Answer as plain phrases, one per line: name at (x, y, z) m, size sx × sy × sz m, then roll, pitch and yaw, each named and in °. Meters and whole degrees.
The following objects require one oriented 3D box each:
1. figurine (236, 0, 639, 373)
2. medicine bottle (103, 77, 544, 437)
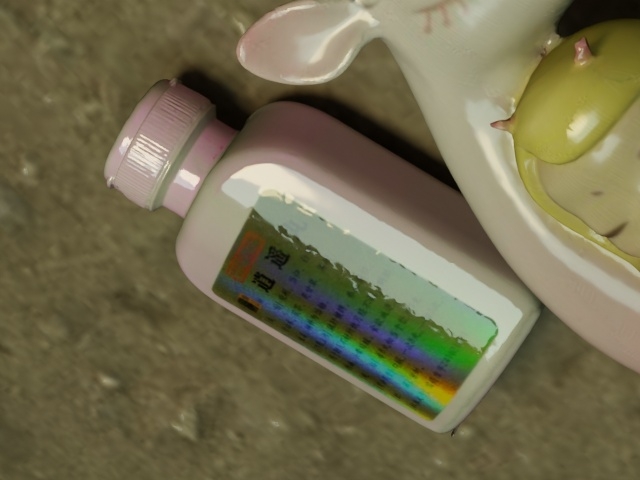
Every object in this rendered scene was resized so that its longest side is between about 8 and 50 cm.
figurine at (0.119, -0.115, 0.607) m, size 0.316 × 0.206 × 0.284 m, roll 31°, pitch 139°, yaw -8°
medicine bottle at (0.000, 0.000, 0.813) m, size 0.219 × 0.078 × 0.115 m, roll 31°, pitch 135°, yaw 1°
